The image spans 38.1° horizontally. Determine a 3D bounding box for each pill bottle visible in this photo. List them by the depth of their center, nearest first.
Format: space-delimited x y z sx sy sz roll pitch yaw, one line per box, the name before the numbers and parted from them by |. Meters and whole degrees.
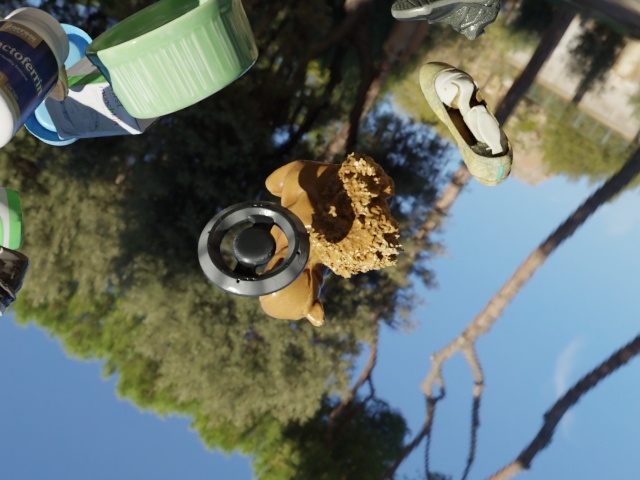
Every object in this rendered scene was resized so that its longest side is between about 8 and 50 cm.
pill bottle | -0.538 -0.283 1.579 0.153 0.153 0.264 26 -139 -8

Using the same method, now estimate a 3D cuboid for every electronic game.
electronic game | -0.135 0.014 1.893 0.230 0.048 0.229 -1 -123 1

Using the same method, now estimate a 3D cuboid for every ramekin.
ramekin | -0.262 -0.350 1.702 0.303 0.304 0.148 -102 -13 -65

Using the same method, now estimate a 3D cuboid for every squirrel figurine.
squirrel figurine | 0.000 0.000 2.107 0.281 0.397 0.370 42 -128 -17

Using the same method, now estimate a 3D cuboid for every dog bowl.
dog bowl | -0.618 -0.363 2.202 0.166 0.297 0.074 2 167 -12

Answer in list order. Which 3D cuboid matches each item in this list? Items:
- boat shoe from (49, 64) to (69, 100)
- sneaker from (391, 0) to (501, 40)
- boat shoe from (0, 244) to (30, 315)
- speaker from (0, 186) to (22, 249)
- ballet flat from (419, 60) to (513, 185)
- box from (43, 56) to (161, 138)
boat shoe | -0.517 -0.351 1.782 0.068 0.190 0.072 16 -121 12
sneaker | 0.267 -0.470 1.936 0.228 0.130 0.087 -12 -138 5
boat shoe | -0.597 0.016 1.433 0.335 0.095 0.112 21 153 17
speaker | -0.693 -0.033 1.655 0.297 0.131 0.131 -3 -147 -25
ballet flat | 0.323 -0.282 2.027 0.123 0.123 0.348 5 -127 -48
box | -0.420 -0.332 1.987 0.231 0.126 0.262 0 -145 31
